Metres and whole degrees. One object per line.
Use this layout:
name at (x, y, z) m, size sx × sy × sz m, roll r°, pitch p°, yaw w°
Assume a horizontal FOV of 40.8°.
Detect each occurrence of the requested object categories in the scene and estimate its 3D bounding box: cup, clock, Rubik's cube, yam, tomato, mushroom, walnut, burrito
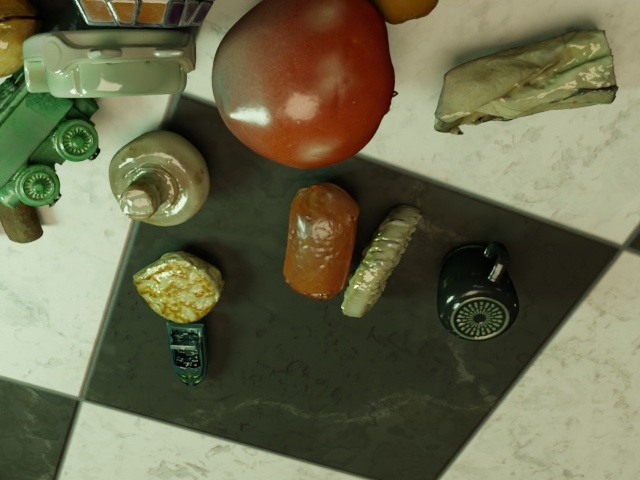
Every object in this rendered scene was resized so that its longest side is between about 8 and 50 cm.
cup at (0.342, 0.091, 1.826) m, size 0.169 × 0.176 × 0.223 m, roll 18°, pitch 125°, yaw -8°
clock at (-0.344, -0.295, 1.440) m, size 0.265 × 0.324 × 0.108 m, roll -6°, pitch 102°, yaw -26°
Rubik's cube at (-0.291, -0.471, 1.352) m, size 0.319 × 0.319 × 0.264 m, roll 2°, pitch 104°, yaw 2°
yam at (-0.647, -0.057, 1.837) m, size 0.084 × 0.084 × 0.127 m, roll -1°, pitch 126°, yaw 5°
tomato at (-0.033, -0.275, 1.461) m, size 0.321 × 0.321 × 0.321 m, roll 2°, pitch 129°, yaw 2°
mushroom at (-0.313, -0.113, 1.701) m, size 0.206 × 0.209 × 0.206 m, roll -11°, pitch 122°, yaw -19°
walnut at (-0.578, -0.371, 1.540) m, size 0.180 × 0.144 × 0.144 m, roll -20°, pitch 126°, yaw 31°
burrito at (0.359, -0.281, 1.544) m, size 0.332 × 0.190 × 0.135 m, roll -11°, pitch 92°, yaw 9°

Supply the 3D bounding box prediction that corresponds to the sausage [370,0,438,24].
sausage at (0.102, -0.527, 1.383) m, size 0.134 × 0.116 × 0.354 m, roll -7°, pitch 125°, yaw 23°

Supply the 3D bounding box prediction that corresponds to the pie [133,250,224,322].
pie at (-0.318, 0.100, 1.937) m, size 0.205 × 0.084 × 0.179 m, roll -31°, pitch 120°, yaw 28°

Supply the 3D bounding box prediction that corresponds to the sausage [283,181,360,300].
sausage at (0.001, 0.000, 1.789) m, size 0.141 × 0.153 × 0.268 m, roll 10°, pitch 128°, yaw 3°

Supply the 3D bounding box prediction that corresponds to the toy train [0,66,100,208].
toy train at (-0.548, -0.192, 1.634) m, size 0.266 × 0.145 × 0.202 m, roll -49°, pitch 124°, yaw 0°

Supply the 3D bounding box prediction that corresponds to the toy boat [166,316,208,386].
toy boat at (-0.318, 0.273, 2.070) m, size 0.093 × 0.103 × 0.246 m, roll 4°, pitch 132°, yaw 0°

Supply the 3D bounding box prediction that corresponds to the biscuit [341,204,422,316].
biscuit at (0.113, 0.058, 1.830) m, size 0.084 × 0.179 × 0.281 m, roll 30°, pitch 120°, yaw 7°
